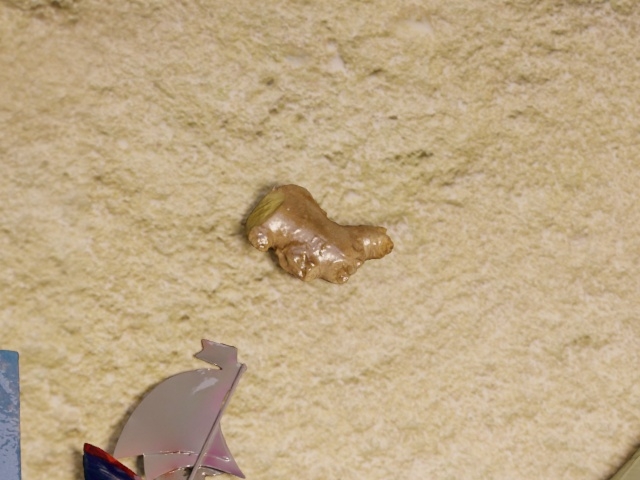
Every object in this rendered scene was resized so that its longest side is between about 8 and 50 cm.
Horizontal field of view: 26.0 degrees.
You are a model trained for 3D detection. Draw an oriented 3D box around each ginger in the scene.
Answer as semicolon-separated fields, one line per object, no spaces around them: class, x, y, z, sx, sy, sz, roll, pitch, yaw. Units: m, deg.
ginger;-0.003;0.004;2.015;0.213;0.074;0.137;26;63;-11

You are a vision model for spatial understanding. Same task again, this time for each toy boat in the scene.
toy boat;-0.205;0.267;1.850;0.219;0.072;0.318;9;63;-16

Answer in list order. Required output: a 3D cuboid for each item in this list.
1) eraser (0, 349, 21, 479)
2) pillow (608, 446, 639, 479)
eraser;-0.453;0.290;1.777;0.144;0.042;0.312;0;68;-16
pillow;0.565;0.414;1.979;0.322;0.120;0.255;45;63;6
